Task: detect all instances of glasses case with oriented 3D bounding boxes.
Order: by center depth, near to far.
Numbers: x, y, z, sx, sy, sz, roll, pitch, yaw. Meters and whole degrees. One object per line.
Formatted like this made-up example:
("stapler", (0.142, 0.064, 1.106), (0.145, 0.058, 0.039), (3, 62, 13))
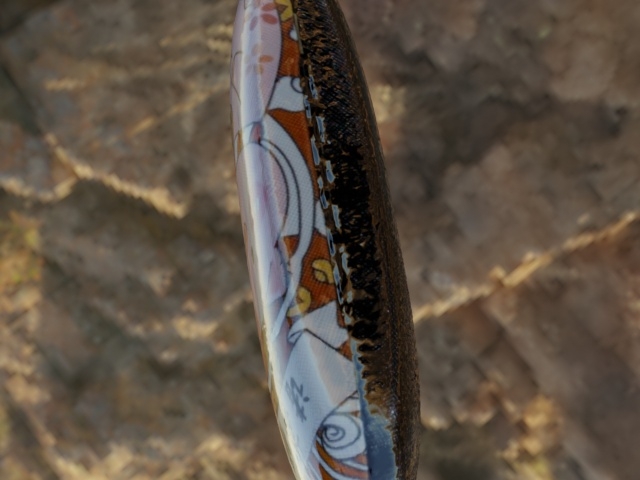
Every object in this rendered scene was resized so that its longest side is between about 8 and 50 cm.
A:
("glasses case", (0.000, 0.000, 0.803), (0.103, 0.067, 0.267), (88, 174, -62))
